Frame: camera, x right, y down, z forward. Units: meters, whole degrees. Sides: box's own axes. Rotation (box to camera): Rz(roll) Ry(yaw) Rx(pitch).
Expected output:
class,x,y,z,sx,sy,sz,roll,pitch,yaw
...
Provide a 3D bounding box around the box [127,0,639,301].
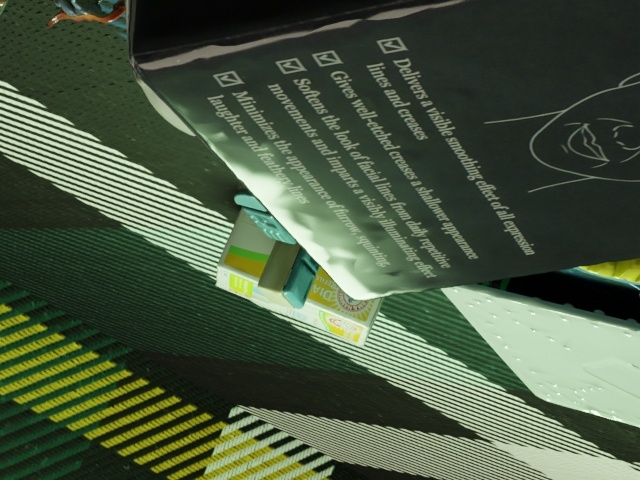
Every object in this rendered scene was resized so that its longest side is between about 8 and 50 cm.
class,x,y,z,sx,sy,sz,roll,pitch,yaw
box,0.145,-0.141,0.899,0.395,0.212,0.293,-9,153,19

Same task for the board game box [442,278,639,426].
class,x,y,z,sx,sy,sz,roll,pitch,yaw
board game box,0.379,0.147,2.091,0.390,0.050,0.390,14,162,31

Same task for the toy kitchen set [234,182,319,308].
class,x,y,z,sx,sy,sz,roll,pitch,yaw
toy kitchen set,0.000,0.000,1.999,0.166,0.122,0.207,15,163,26

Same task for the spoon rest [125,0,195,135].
class,x,y,z,sx,sy,sz,roll,pitch,yaw
spoon rest,-0.098,-0.209,1.232,0.084,0.276,0.137,-7,170,-15

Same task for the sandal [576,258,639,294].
class,x,y,z,sx,sy,sz,roll,pitch,yaw
sandal,0.270,-0.007,1.604,0.317,0.126,0.138,30,168,-18

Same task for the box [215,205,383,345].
class,x,y,z,sx,sy,sz,roll,pitch,yaw
box,-0.016,0.037,2.184,0.203,0.103,0.114,22,165,2

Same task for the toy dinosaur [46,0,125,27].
class,x,y,z,sx,sy,sz,roll,pitch,yaw
toy dinosaur,-0.217,-0.220,1.677,0.082,0.047,0.090,45,143,27

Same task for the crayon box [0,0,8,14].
class,x,y,z,sx,sy,sz,roll,pitch,yaw
crayon box,-0.331,-0.315,1.256,0.318,0.202,0.081,26,164,-15
